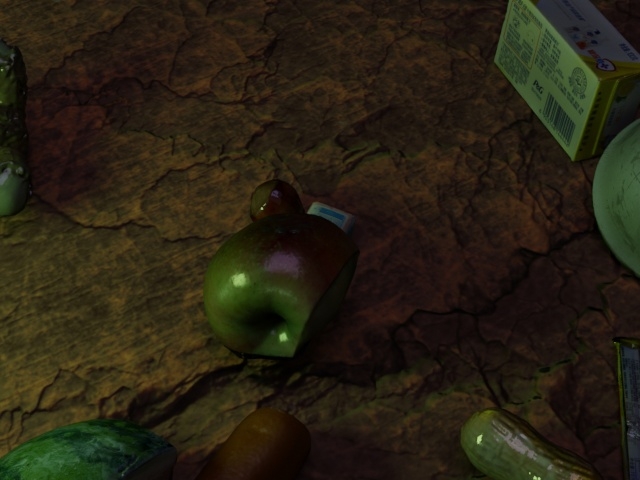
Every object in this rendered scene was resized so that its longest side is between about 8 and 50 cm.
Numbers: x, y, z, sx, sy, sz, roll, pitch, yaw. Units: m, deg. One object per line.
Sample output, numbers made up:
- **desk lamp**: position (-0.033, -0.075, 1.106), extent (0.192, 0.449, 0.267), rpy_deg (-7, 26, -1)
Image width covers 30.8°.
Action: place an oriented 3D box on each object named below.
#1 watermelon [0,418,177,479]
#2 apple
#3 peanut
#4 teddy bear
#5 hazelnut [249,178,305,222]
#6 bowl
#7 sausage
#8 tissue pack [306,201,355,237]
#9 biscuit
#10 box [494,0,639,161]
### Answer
- **watermelon**: position (-0.299, 0.320, 1.259), extent (0.305, 0.180, 0.224), rpy_deg (-45, 19, -30)
- **apple**: position (-0.051, 0.051, 1.482), extent (0.174, 0.207, 0.188), rpy_deg (43, 40, -17)
- **peanut**: position (0.255, 0.271, 1.363), extent (0.206, 0.087, 0.087), rpy_deg (33, 54, 25)
- **teddy bear**: position (-0.540, -0.148, 1.653), extent (0.256, 0.156, 0.267), rpy_deg (-3, 77, -12)
- **hazelnut**: position (-0.060, -0.047, 1.644), extent (0.086, 0.086, 0.086), rpy_deg (2, 48, -2)
- **bowl**: position (0.543, -0.087, 1.601), extent (0.313, 0.146, 0.313), rpy_deg (-2, 67, 4)
- **sausage**: position (-0.095, 0.285, 1.328), extent (0.098, 0.098, 0.238), rpy_deg (24, 50, 17)
- **tissue pack**: position (0.000, 0.000, 1.612), extent (0.074, 0.059, 0.094), rpy_deg (21, 50, 12)
- **biscuit**: position (0.392, 0.237, 1.443), extent (0.048, 0.026, 0.292), rpy_deg (9, 49, 1)
- **box**: position (0.388, -0.274, 1.816), extent (0.097, 0.168, 0.265), rpy_deg (-14, 48, -20)
